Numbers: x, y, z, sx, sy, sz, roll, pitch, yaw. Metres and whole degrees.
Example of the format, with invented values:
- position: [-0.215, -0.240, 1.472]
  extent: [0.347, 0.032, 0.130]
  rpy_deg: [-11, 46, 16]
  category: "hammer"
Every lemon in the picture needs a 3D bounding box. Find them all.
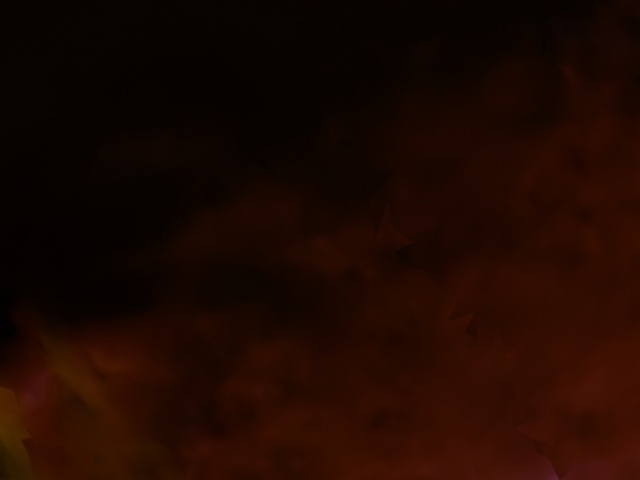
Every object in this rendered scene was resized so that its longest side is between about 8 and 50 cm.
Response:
- position: [0.029, 0.006, 0.467]
  extent: [0.297, 0.297, 0.297]
  rpy_deg: [-24, 173, -3]
  category: "lemon"
